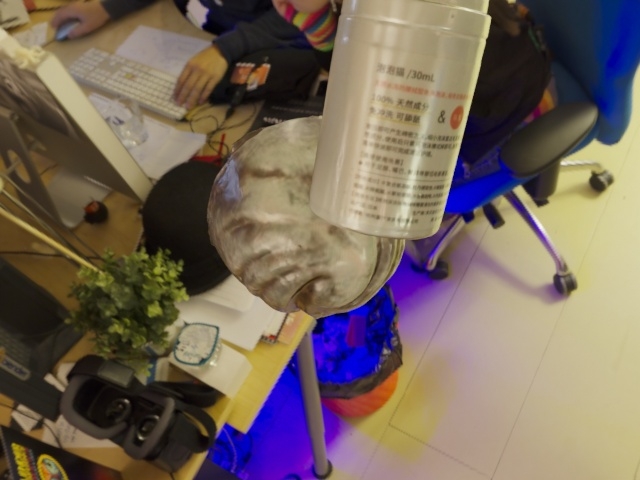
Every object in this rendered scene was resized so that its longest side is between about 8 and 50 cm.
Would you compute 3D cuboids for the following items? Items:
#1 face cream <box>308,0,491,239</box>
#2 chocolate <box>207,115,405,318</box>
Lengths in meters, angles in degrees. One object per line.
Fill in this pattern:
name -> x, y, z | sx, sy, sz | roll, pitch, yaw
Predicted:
face cream -> 0.087, -0.197, 0.568 | 0.145, 0.370, 0.145 | 9, 19, -3
chocolate -> 0.000, 0.000, 0.833 | 0.303, 0.303, 0.213 | -24, 39, -2
